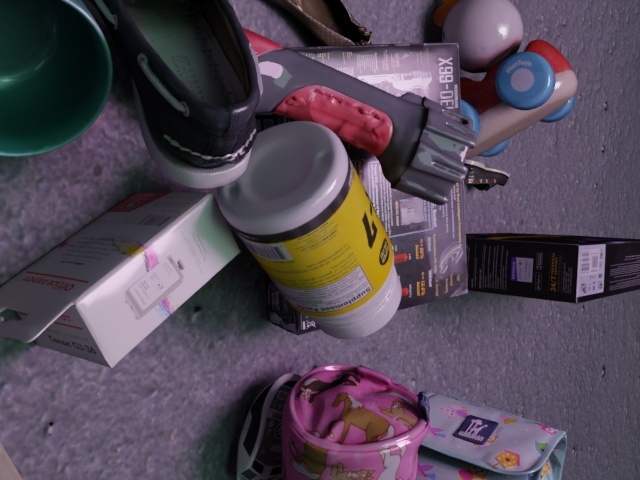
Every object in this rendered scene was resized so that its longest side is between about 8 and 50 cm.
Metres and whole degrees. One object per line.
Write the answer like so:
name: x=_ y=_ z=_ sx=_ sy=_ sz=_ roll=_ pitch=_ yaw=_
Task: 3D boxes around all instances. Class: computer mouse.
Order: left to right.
computer mouse: x=-0.067 y=0.239 z=0.830 sx=0.106 sy=0.042 sz=0.192 roll=30 pitch=76 yaw=-42

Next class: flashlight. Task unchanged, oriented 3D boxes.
flashlight: x=-0.004 y=-0.119 z=0.704 sx=0.304 sy=0.103 sz=0.103 roll=23 pitch=33 yaw=-12

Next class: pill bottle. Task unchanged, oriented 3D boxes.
pill bottle: x=0.000 y=0.000 z=0.690 sx=0.119 sy=0.119 sz=0.208 roll=-62 pitch=145 yaw=-25

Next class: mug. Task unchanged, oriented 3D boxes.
mug: x=-0.239 y=-0.139 z=0.530 sx=0.158 sy=0.097 sz=0.129 roll=2 pitch=124 yaw=-34

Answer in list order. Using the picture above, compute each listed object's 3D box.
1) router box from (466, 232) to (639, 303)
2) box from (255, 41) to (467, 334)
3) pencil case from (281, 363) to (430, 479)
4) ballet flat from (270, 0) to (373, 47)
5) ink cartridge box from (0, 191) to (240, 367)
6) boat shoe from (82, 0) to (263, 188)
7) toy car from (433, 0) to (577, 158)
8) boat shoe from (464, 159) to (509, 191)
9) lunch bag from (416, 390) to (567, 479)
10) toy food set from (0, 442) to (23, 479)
router box: x=0.332 y=0.033 z=1.126 sx=0.309 sy=0.243 sz=0.080 roll=-1 pitch=95 yaw=-49
box: x=0.050 y=-0.068 z=0.850 sx=0.243 sy=0.077 sz=0.307 roll=-11 pitch=102 yaw=-28
pencil case: x=0.037 y=0.336 z=0.834 sx=0.167 sy=0.160 sz=0.385 roll=-6 pitch=111 yaw=-17
ballet flat: x=-0.013 y=-0.277 z=0.829 sx=0.250 sy=0.058 sz=0.084 roll=40 pitch=65 yaw=-45
ink cartridge box: x=-0.178 y=0.036 z=0.619 sx=0.198 sy=0.115 sz=0.067 roll=-44 pitch=124 yaw=-37
boat shoe: x=-0.121 y=-0.188 z=0.572 sx=0.114 sy=0.091 sz=0.302 roll=-20 pitch=70 yaw=-27
toy car: x=0.224 y=-0.258 z=1.058 sx=0.219 sy=0.210 sz=0.237 roll=-7 pitch=70 yaw=-62
boat shoe: x=0.256 y=-0.100 z=1.177 sx=0.133 sy=0.049 sz=0.042 roll=6 pitch=94 yaw=-48
lunch bag: x=0.196 y=0.342 z=1.008 sx=0.262 sy=0.224 sz=0.160 roll=-62 pitch=142 yaw=-26
toy food set: x=-0.299 y=0.278 z=0.535 sx=0.220 sy=0.092 sz=0.306 roll=-33 pitch=117 yaw=-30
